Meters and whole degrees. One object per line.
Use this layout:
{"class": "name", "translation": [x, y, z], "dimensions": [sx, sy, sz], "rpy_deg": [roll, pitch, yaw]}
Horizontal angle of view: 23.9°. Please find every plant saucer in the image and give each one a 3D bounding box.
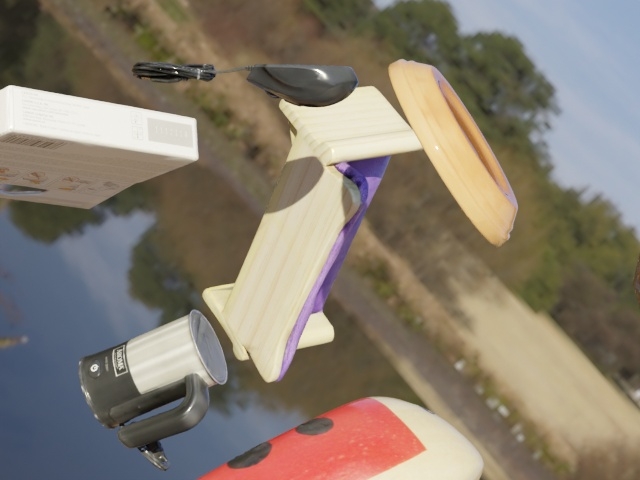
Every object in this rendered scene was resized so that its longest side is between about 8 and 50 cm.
{"class": "plant saucer", "translation": [0.130, -0.088, 1.414], "dimensions": [0.200, 0.037, 0.200], "rpy_deg": [55, 13, -20]}

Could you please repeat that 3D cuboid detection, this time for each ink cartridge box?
{"class": "ink cartridge box", "translation": [-0.357, -0.119, 2.016], "dimensions": [0.296, 0.261, 0.066], "rpy_deg": [7, 72, -43]}

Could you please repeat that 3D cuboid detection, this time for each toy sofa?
{"class": "toy sofa", "translation": [0.000, 0.000, 1.874], "dimensions": [0.150, 0.362, 0.177], "rpy_deg": [-11, 49, -37]}

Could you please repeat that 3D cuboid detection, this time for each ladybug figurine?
{"class": "ladybug figurine", "translation": [-0.029, 0.303, 1.678], "dimensions": [0.162, 0.449, 0.305], "rpy_deg": [61, -28, 11]}

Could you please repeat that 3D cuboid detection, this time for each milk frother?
{"class": "milk frother", "translation": [-0.159, 0.164, 1.595], "dimensions": [0.143, 0.135, 0.129], "rpy_deg": [43, 27, -63]}

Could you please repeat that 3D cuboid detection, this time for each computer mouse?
{"class": "computer mouse", "translation": [-0.077, -0.155, 1.493], "dimensions": [0.242, 0.041, 0.071], "rpy_deg": [5, 7, 25]}

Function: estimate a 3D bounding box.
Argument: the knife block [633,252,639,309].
{"class": "knife block", "translation": [0.475, 0.003, 1.940], "dimensions": [0.275, 0.088, 0.242], "rpy_deg": [-87, -179, -54]}
